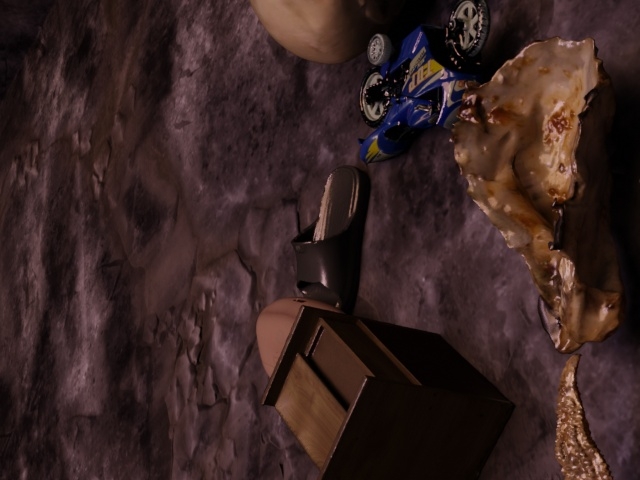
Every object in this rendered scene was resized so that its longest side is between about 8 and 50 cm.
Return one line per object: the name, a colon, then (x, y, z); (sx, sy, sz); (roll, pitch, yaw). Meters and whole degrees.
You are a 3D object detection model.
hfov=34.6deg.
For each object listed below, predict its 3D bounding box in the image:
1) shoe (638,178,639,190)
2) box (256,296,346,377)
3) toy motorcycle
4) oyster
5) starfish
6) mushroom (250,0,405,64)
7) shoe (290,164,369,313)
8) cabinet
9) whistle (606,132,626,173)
shoe: (0.382, -0.086, 0.968); (0.227, 0.099, 0.125); (-60, 39, 28)
box: (-0.016, 0.153, 1.446); (0.200, 0.088, 0.146); (8, 114, 56)
toy motorcycle: (0.136, -0.198, 1.377); (0.315, 0.113, 0.169); (-32, 61, 58)
oyster: (0.248, -0.055, 1.065); (0.198, 0.133, 0.337); (-42, 45, 46)
starfish: (0.318, 0.283, 0.932); (0.293, 0.084, 0.301); (14, 90, 54)
mushroom: (0.069, -0.382, 1.421); (0.336, 0.314, 0.314); (16, 91, 32)
shoe: (0.000, 0.000, 1.510); (0.108, 0.093, 0.241); (-2, 74, 54)
cabinet: (0.071, 0.195, 1.209); (0.175, 0.215, 0.148); (43, 113, 54)
whistle: (0.302, -0.140, 1.171); (0.033, 0.033, 0.176); (-48, 41, 34)
